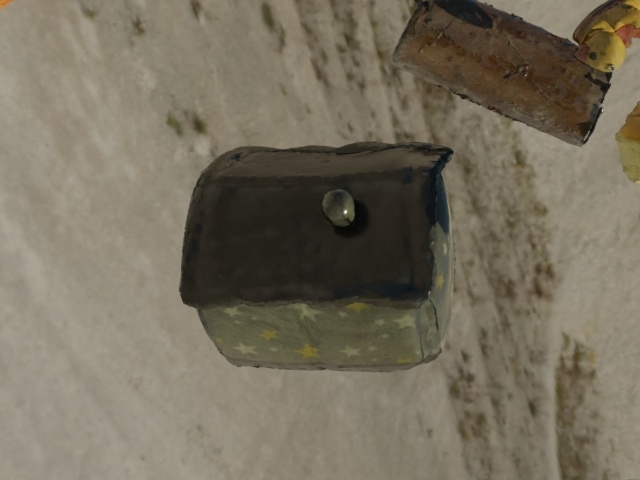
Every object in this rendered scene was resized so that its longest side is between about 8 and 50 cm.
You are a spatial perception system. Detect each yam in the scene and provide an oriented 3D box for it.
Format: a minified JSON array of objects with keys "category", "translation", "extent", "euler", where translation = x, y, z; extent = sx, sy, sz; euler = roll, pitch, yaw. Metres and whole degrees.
[{"category":"yam","translation":[0.237,-0.225,1.160],"extent":[0.131,0.280,0.131],"euler":[-156,-90,-87]}]

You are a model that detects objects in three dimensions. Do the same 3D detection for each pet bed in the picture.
[{"category":"pet bed","translation":[0.000,0.000,0.735],"extent":[0.159,0.211,0.183],"euler":[75,23,-45]}]

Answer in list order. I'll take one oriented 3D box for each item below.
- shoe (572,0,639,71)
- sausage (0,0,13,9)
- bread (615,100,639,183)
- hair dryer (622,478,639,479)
[{"category":"shoe","translation":[0.344,-0.243,1.041],"extent":[0.069,0.109,0.072],"euler":[48,-25,17]},{"category":"sausage","translation":[-0.384,-0.291,1.007],"extent":[0.093,0.312,0.093],"euler":[56,4,-6]},{"category":"bread","translation":[0.348,-0.116,0.768],"extent":[0.188,0.125,0.068],"euler":[-47,135,-24]},{"category":"hair dryer","translation":[0.344,0.222,0.701],"extent":[0.131,0.236,0.073],"euler":[25,59,-36]}]
